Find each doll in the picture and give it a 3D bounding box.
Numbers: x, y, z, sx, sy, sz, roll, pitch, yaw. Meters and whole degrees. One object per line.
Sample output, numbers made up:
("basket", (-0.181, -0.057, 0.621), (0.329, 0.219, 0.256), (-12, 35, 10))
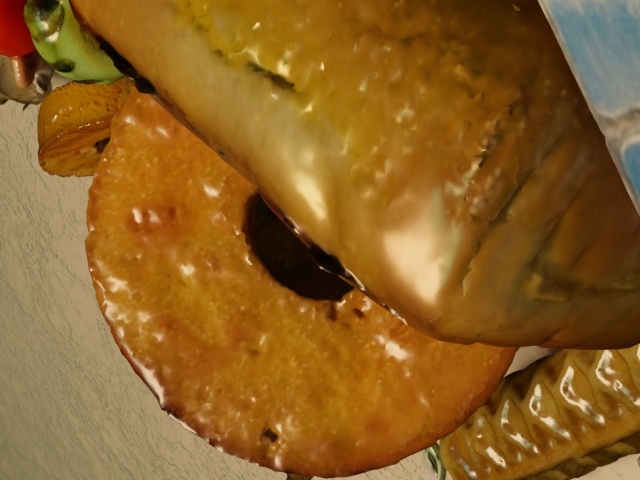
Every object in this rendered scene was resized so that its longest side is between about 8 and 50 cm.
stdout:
("doll", (-0.255, -0.215, 1.169), (0.085, 0.217, 0.183), (-8, 100, 19))

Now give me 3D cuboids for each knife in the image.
("knife", (0.090, 0.246, 1.199), (0.030, 0.014, 0.207), (40, 143, 34))

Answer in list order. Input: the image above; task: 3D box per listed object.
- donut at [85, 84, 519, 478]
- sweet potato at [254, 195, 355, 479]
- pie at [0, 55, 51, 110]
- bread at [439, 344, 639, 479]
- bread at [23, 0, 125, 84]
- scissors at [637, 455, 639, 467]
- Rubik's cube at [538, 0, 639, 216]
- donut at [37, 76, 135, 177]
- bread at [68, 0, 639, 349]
("donut", (0.000, 0.000, 0.902), (0.303, 0.303, 0.110), (58, -172, 7))
("sweet potato", (-0.025, 0.049, 1.090), (0.158, 0.158, 0.369), (37, 149, 38))
("pie", (-0.340, -0.273, 1.333), (0.339, 0.077, 0.339), (160, 90, -81))
("bread", (0.175, 0.103, 0.870), (0.367, 0.084, 0.077), (136, 137, -62))
("bread", (-0.178, -0.191, 1.123), (0.071, 0.139, 0.130), (21, 153, 43))
("scissors", (0.279, 0.129, 0.773), (0.256, 0.030, 0.125), (-10, 106, 56))
("Rubik's cube", (0.268, -0.049, 0.410), (0.259, 0.253, 0.256), (62, 152, -3))
("donut", (-0.186, -0.106, 1.223), (0.152, 0.152, 0.058), (-33, 68, 61))
("bread", (0.083, -0.089, 0.649), (0.337, 0.328, 0.148), (46, 118, 38))
